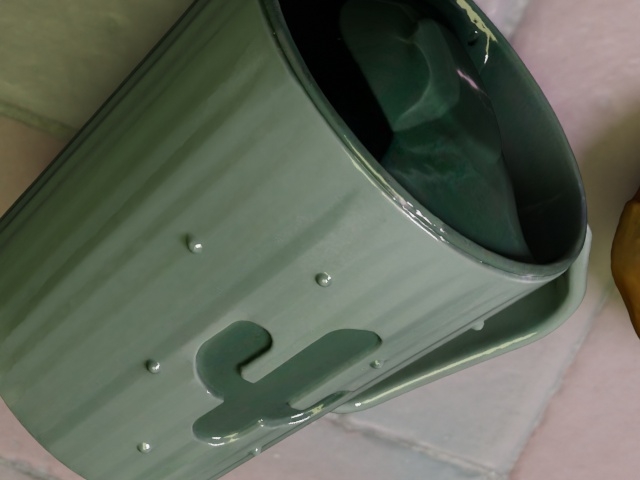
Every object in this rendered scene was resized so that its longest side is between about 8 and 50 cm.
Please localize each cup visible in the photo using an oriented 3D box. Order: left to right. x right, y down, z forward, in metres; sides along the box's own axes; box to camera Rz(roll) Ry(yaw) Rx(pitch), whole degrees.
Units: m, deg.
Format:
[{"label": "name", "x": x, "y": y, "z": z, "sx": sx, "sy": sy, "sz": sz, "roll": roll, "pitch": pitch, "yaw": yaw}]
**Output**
[{"label": "cup", "x": -0.006, "y": 0.011, "z": 1.361, "sx": 0.401, "sy": 0.310, "sz": 0.392, "roll": 43, "pitch": 121, "yaw": -14}]

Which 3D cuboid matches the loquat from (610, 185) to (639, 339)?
[{"label": "loquat", "x": 0.334, "y": 0.024, "z": 1.386, "sx": 0.238, "sy": 0.193, "sz": 0.238, "roll": 1, "pitch": 96, "yaw": 10}]
